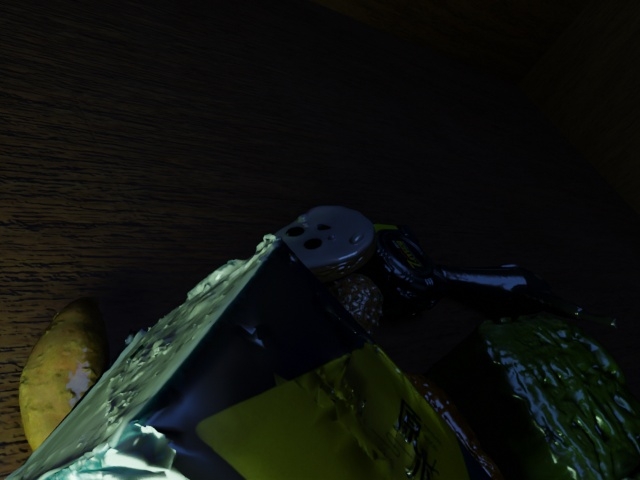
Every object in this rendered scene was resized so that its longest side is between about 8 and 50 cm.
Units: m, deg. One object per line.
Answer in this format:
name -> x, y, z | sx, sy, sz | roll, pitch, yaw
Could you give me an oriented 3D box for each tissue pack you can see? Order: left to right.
tissue pack -> -0.024, 0.244, 0.483 | 0.417, 0.253, 0.264 | 49, 31, -10

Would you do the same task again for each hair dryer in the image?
hair dryer -> 0.420, 0.112, 1.109 | 0.303, 0.120, 0.359 | 15, 1, -23

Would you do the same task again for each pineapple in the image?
pineapple -> 0.028, 0.141, 0.868 | 0.108, 0.108, 0.198 | 36, 47, -3

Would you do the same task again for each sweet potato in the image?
sweet potato -> -0.244, 0.195, 0.557 | 0.106, 0.095, 0.355 | 36, 26, -55

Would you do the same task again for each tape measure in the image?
tape measure -> 0.130, 0.052, 1.046 | 0.186, 0.112, 0.199 | 6, 40, -48

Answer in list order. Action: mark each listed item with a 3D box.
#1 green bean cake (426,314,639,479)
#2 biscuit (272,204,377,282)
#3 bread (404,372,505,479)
green bean cake -> 0.377, 0.279, 0.915 | 0.335, 0.218, 0.319 | -1, 50, -45
biscuit -> 0.000, 0.000, 0.949 | 0.180, 0.049, 0.208 | 20, 40, 39
bread -> 0.148, 0.322, 0.749 | 0.184, 0.114, 0.275 | -6, 52, -46
